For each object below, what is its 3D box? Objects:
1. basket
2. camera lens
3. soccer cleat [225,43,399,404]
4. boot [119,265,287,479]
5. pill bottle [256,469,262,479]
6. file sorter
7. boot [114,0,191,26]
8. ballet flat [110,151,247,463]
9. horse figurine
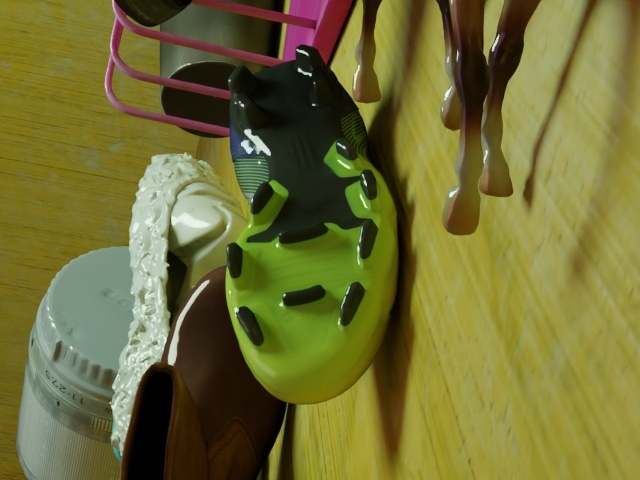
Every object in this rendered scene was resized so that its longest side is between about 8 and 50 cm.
[{"bbox_3d":[-0.126,-0.247,1.655,0.204,0.154,0.226,108,165,-49],"label":"basket"},{"bbox_3d":[-0.231,0.171,1.572,0.219,0.220,0.274,-89,13,-48],"label":"camera lens"},{"bbox_3d":[0.001,-0.001,0.761,0.289,0.094,0.121,-99,-10,-54],"label":"soccer cleat"},{"bbox_3d":[-0.092,0.112,0.852,0.280,0.096,0.264,77,-150,-73],"label":"boot"},{"bbox_3d":[-0.089,0.173,1.069,0.152,0.086,0.086,-125,46,-78],"label":"pill bottle"},{"bbox_3d":[-0.077,-0.237,1.162,0.290,0.182,0.202,117,162,-64],"label":"file sorter"},{"bbox_3d":[-0.026,-0.258,0.811,0.091,0.229,0.262,31,-135,-52],"label":"boot"},{"bbox_3d":[-0.112,0.054,1.349,0.147,0.147,0.408,110,165,-49],"label":"ballet flat"},{"bbox_3d":[0.057,-0.115,0.506,0.263,0.066,0.174,-108,24,-69],"label":"horse figurine"}]
